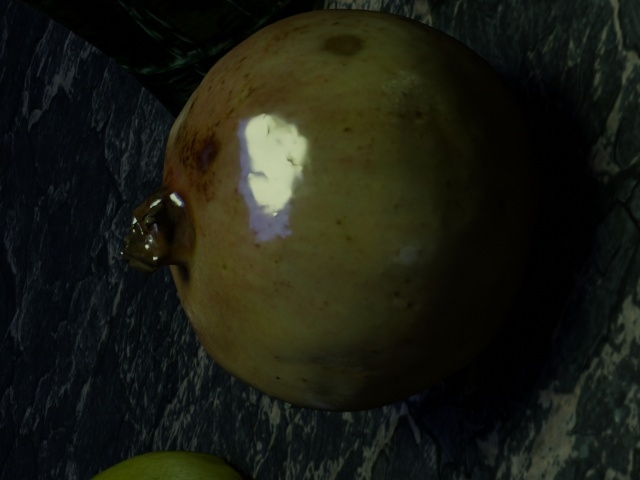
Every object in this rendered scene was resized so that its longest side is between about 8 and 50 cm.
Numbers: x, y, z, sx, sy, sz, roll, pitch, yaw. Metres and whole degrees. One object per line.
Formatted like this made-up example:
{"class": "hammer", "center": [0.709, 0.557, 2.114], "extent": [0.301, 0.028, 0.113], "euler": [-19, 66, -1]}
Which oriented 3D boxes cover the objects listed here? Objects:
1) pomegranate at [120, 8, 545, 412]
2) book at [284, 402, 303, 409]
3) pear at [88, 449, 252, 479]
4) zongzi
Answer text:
{"class": "pomegranate", "center": [0.000, -0.024, 1.143], "extent": [0.338, 0.338, 0.338], "euler": [-32, 54, 57]}
{"class": "book", "center": [0.000, 0.000, 1.472], "extent": [0.215, 0.025, 0.282], "euler": [-55, 34, 39]}
{"class": "pear", "center": [-0.209, 0.397, 1.571], "extent": [0.386, 0.191, 0.340], "euler": [-47, 44, 51]}
{"class": "zongzi", "center": [-0.117, -0.267, 1.653], "extent": [0.383, 0.362, 0.319], "euler": [-32, 38, 6]}
